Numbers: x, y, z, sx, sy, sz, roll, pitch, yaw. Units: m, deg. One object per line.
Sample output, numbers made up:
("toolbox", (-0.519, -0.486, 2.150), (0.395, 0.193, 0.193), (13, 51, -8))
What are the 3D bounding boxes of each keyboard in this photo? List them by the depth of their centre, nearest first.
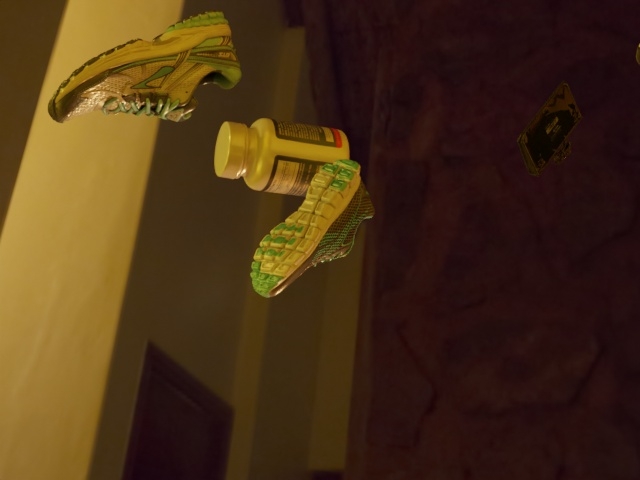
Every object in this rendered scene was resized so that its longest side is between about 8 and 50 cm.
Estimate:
("keyboard", (0.387, -0.177, 1.671), (0.023, 0.180, 0.108), (-3, -54, 47))

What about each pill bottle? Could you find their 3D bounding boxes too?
("pill bottle", (-0.058, -0.123, 1.465), (0.180, 0.107, 0.108), (7, -26, -21))

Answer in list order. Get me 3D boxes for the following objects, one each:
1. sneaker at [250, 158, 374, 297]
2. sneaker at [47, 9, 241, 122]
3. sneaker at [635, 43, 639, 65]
("sneaker", (0.000, 0.000, 0.995), (0.065, 0.166, 0.076), (19, -27, 48))
("sneaker", (-0.228, -0.212, 1.354), (0.283, 0.122, 0.110), (-29, 7, -21))
("sneaker", (0.408, -0.175, 0.893), (0.235, 0.097, 0.084), (15, 12, 28))
